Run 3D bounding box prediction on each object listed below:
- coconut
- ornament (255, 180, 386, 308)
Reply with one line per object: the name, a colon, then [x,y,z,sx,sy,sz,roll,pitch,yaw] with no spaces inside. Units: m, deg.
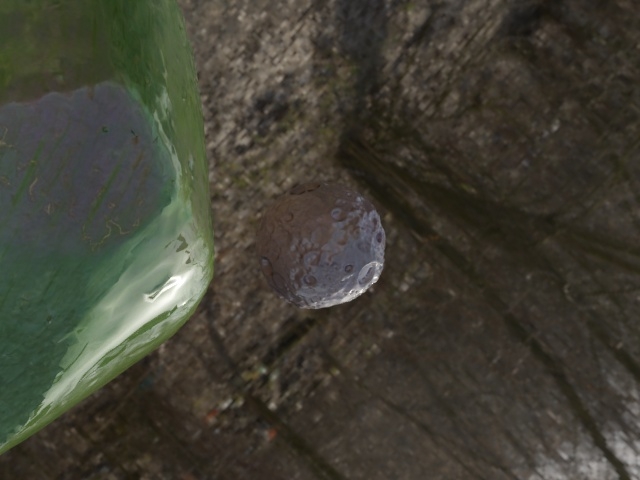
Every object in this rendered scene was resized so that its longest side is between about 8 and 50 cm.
coconut: [-0.201,-0.027,0.508,0.328,0.328,0.281,-45,156,-9]
ornament: [0.000,0.000,1.876,0.260,0.225,0.259,-15,-160,6]
